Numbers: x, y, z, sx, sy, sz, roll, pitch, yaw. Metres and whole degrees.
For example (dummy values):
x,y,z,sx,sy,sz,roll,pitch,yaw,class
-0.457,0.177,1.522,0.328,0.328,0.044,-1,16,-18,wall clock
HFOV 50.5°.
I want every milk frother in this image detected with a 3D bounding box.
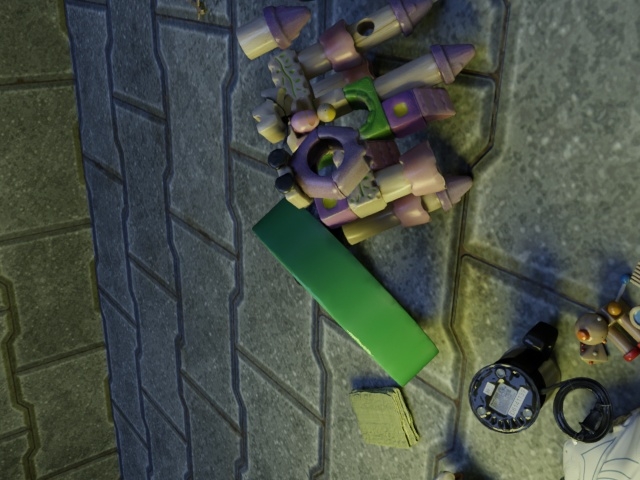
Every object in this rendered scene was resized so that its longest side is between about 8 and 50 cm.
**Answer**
x,y,z,sx,sy,sz,roll,pitch,yaw,class
0.275,0.185,0.825,0.143,0.135,0.129,46,113,20,milk frother

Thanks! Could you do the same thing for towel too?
x,y,z,sx,sy,sz,roll,pitch,yaw,class
0.110,0.311,1.198,0.148,0.027,0.110,-22,86,55,towel

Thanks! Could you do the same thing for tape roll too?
x,y,z,sx,sy,sz,roll,pitch,yaw,class
0.035,0.073,1.001,0.321,0.077,0.321,47,179,2,tape roll

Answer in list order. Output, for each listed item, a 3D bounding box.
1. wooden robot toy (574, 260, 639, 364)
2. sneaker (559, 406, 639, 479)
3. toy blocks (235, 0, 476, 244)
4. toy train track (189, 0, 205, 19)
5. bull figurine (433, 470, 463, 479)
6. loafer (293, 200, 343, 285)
x,y,z,sx,sy,sz,roll,pitch,yaw,class
0.326,0.098,0.762,0.076,0.079,0.173,54,141,28,wooden robot toy
0.343,0.256,0.780,0.129,0.111,0.297,50,138,41,sneaker
0.082,-0.179,0.859,0.260,0.309,0.288,-22,72,14,toy blocks
-0.259,-0.496,1.425,0.083,0.014,0.048,51,147,40,toy train track
0.258,0.482,0.987,0.188,0.101,0.310,-15,90,54,bull figurine
0.000,0.000,1.189,0.078,0.076,0.223,52,137,41,loafer
